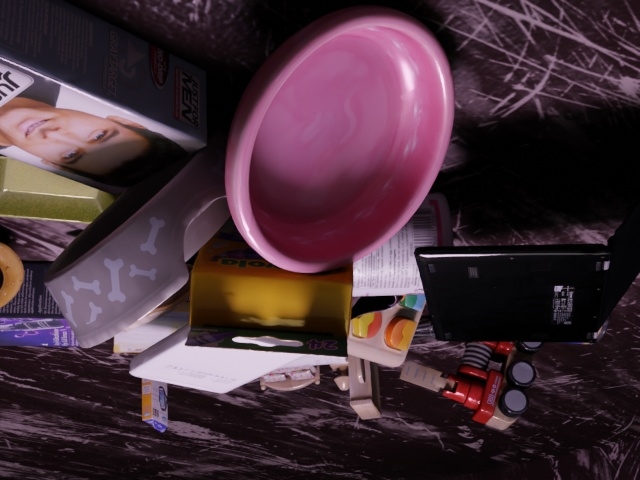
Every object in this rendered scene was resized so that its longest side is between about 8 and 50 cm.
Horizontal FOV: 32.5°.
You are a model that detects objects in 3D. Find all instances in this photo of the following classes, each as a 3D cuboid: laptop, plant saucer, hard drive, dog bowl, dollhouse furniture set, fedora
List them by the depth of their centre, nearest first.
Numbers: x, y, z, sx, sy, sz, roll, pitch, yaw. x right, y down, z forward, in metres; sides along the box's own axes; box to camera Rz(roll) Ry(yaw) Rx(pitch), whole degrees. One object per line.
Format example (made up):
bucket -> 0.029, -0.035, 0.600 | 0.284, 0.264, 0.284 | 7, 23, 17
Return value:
plant saucer -> 0.015, -0.124, 1.313 | 0.084, 0.332, 0.332 | 34, -175, 42
dog bowl -> -0.218, -0.015, 1.447 | 0.348, 0.349, 0.102 | -28, 108, 43
plant saucer -> -0.381, -0.087, 1.577 | 0.188, 0.045, 0.188 | 5, 155, -17
laptop -> 0.365, -0.012, 1.660 | 0.407, 0.236, 0.382 | -1, 156, 11
fedora -> -0.576, 0.043, 1.779 | 0.194, 0.079, 0.194 | -10, 138, -9
hard drive -> -0.179, 0.201, 1.924 | 0.203, 0.040, 0.307 | 16, 152, -29
dollhouse furniture set -> -0.063, 0.287, 2.296 | 0.355, 0.174, 0.303 | -8, 155, 10

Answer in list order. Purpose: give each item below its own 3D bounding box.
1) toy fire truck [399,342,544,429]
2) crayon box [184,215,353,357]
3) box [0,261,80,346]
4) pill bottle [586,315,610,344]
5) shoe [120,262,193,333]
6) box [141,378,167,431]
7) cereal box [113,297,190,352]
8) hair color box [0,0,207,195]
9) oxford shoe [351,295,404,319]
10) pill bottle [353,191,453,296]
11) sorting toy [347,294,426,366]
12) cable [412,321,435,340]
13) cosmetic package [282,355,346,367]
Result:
toy fire truck -> 0.306, 0.255, 2.256 | 0.246, 0.217, 0.158 | 20, 155, 2
crayon box -> -0.058, 0.045, 1.454 | 0.203, 0.083, 0.323 | 4, -160, 0
box -> -0.504, 0.114, 1.935 | 0.207, 0.108, 0.153 | 1, 156, -10
pill bottle -> 0.420, 0.129, 2.062 | 0.219, 0.123, 0.123 | 5, 155, -19
shoe -> -0.303, 0.103, 1.960 | 0.219, 0.077, 0.058 | -28, 169, 15
box -> -0.371, 0.360, 2.464 | 0.028, 0.136, 0.081 | -10, 154, 16
cereal box -> -0.314, 0.160, 2.134 | 0.172, 0.047, 0.240 | 3, 154, -11
hair color box -> -0.331, -0.184, 1.285 | 0.185, 0.114, 0.374 | -23, 150, 37
oxford shoe -> 0.123, 0.067, 1.823 | 0.271, 0.098, 0.097 | -22, 137, -24
pill bottle -> 0.054, 0.007, 1.700 | 0.283, 0.160, 0.160 | -1, 156, -3
sorting toy -> 0.119, 0.116, 1.936 | 0.193, 0.208, 0.038 | 22, -177, -43
cable -> 0.250, 0.160, 2.216 | 0.139, 0.072, 0.287 | 18, 159, -36
cosmetic package -> -0.077, 0.140, 2.012 | 0.224, 0.138, 0.224 | -5, 156, 7
